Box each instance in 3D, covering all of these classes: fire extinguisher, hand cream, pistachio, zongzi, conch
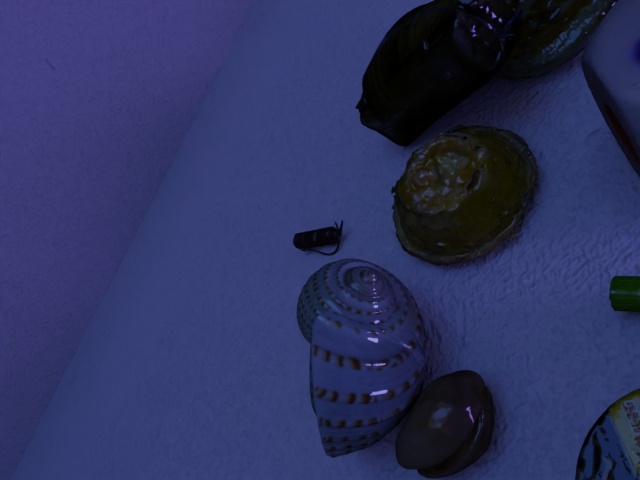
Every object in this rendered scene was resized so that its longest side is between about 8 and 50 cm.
[{"bbox_3d":[0.000,0.000,1.147,0.157,0.045,0.078,-10,87,42],"label":"fire extinguisher"},{"bbox_3d":[0.500,0.066,0.541,0.275,0.050,0.079,-3,27,47],"label":"hand cream"},{"bbox_3d":[0.189,0.281,0.703,0.185,0.124,0.124,-51,39,16],"label":"pistachio"},{"bbox_3d":[0.273,-0.454,0.962,0.432,0.207,0.403,-65,14,-16],"label":"zongzi"},{"bbox_3d":[0.076,0.200,0.794,0.215,0.319,0.303,-9,35,8],"label":"conch"}]

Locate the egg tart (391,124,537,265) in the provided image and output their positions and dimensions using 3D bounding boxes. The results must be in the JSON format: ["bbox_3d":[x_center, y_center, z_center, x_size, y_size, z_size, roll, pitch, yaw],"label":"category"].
[{"bbox_3d":[0.248,-0.107,0.888,0.314,0.120,0.315,-25,49,33],"label":"egg tart"}]

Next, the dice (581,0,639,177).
[{"bbox_3d":[0.501,-0.199,0.570,0.251,0.259,0.243,-31,49,29],"label":"dice"}]

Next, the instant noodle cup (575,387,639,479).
[{"bbox_3d":[0.379,0.254,0.420,0.215,0.236,0.216,-25,50,34],"label":"instant noodle cup"}]

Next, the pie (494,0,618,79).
[{"bbox_3d":[0.452,-0.452,0.933,0.302,0.066,0.303,-28,46,34],"label":"pie"}]
